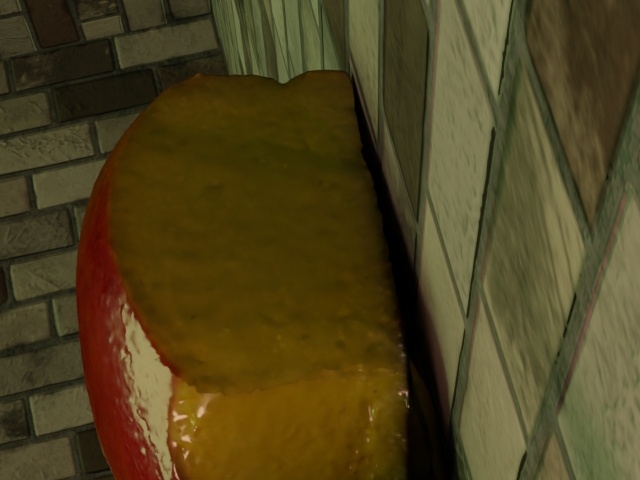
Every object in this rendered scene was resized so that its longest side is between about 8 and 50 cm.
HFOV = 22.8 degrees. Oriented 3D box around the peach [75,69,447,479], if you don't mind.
[{"bbox_3d":[-0.048,0.094,1.154,0.306,0.242,0.380,93,164,-59],"label":"peach"}]
